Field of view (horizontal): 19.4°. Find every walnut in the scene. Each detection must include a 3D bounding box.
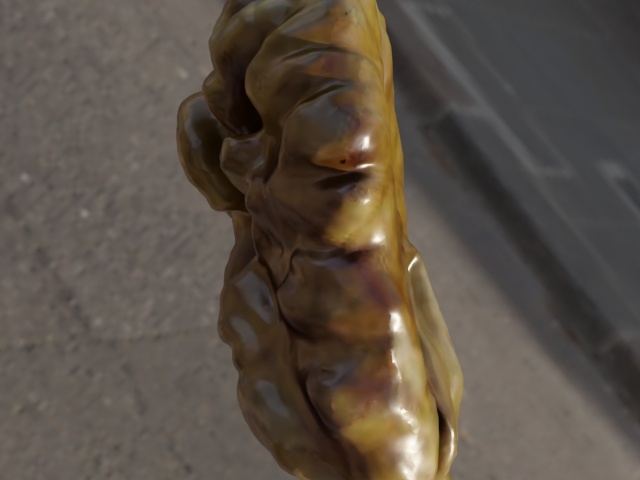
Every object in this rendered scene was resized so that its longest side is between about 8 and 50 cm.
[{"bbox_3d":[0.000,0.000,0.562,0.143,0.069,0.170,50,30,-75],"label":"walnut"}]
